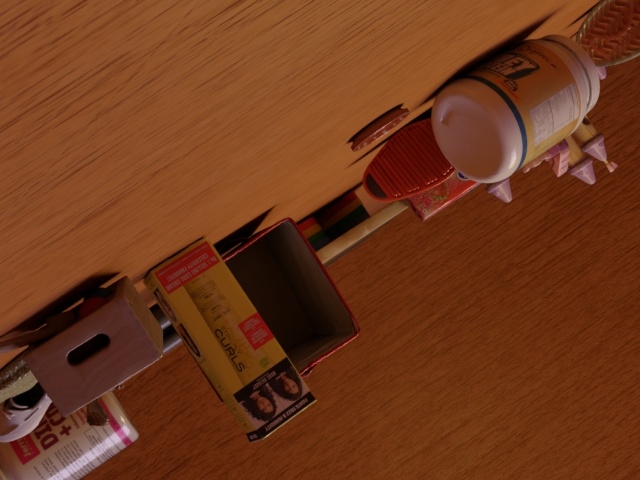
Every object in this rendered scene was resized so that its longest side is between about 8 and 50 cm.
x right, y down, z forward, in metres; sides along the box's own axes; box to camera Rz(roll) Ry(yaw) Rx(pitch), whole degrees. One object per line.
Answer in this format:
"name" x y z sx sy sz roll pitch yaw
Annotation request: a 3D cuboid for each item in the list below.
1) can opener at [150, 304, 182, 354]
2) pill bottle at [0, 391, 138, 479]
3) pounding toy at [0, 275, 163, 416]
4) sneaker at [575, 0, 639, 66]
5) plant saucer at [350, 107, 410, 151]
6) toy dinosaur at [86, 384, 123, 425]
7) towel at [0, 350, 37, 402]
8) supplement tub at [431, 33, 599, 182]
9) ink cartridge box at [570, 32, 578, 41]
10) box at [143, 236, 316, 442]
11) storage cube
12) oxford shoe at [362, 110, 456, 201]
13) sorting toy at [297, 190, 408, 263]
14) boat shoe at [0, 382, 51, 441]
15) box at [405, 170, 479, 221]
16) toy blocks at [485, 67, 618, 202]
"can opener" -0.269 0.141 1.665 0.280 0.074 0.093 -32 -149 -10
"pill bottle" -0.497 0.381 1.976 0.283 0.160 0.160 -34 177 -12
"pounding toy" -0.238 0.098 1.030 0.141 0.100 0.130 -32 -169 -3
"sneaker" 0.535 -0.376 1.649 0.302 0.108 0.121 -38 171 39
"plant saucer" 0.071 -0.136 1.287 0.083 0.013 0.083 -34 176 -2
"toy dinosaur" -0.279 0.141 1.381 0.112 0.064 0.211 -50 -158 34
"towel" -0.339 0.150 1.241 0.148 0.027 0.110 -36 176 25
"supplement tub" 0.260 -0.179 1.410 0.199 0.144 0.144 -33 177 -30
"ink cartridge box" 0.567 -0.415 1.958 0.224 0.056 0.181 -31 176 -32
"box" -0.107 0.116 1.245 0.087 0.232 0.058 -32 177 -23
"storage cube" -0.092 0.100 1.487 0.183 0.215 0.193 -34 -176 -20
"oxford shoe" 0.181 -0.149 1.566 0.271 0.097 0.098 -35 -177 6
"sorting toy" 0.000 0.000 2.018 0.257 0.089 0.255 -32 176 -29
"boat shoe" -0.373 0.200 1.357 0.184 0.066 0.063 -35 167 23
"box" 0.256 -0.156 1.950 0.257 0.128 0.122 -34 178 3
"toy blocks" 0.481 -0.219 2.146 0.288 0.260 0.309 -31 176 -44
